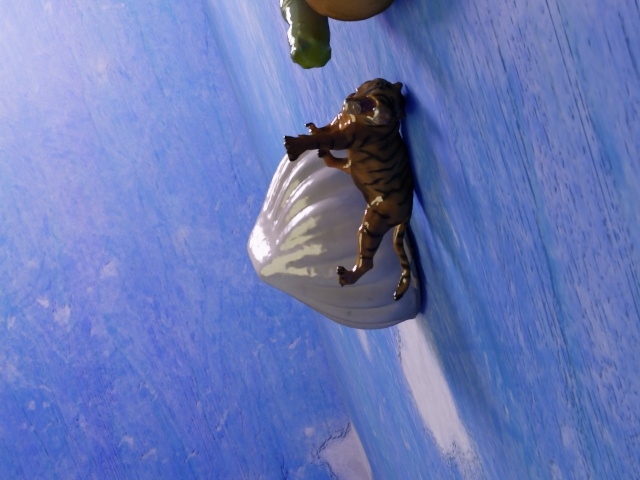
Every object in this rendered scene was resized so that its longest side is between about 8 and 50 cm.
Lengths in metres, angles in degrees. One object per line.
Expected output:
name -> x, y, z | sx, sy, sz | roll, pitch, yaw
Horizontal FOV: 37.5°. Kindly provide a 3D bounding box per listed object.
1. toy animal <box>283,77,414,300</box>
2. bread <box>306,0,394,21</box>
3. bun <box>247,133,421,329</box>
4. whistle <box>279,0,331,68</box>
toy animal -> 0.056, -0.050, 0.933 | 0.114, 0.116, 0.255 | -81, -25, -49
bread -> 0.014, -0.226, 0.738 | 0.114, 0.077, 0.189 | 67, 172, -11
bun -> 0.000, 0.000, 1.141 | 0.263, 0.175, 0.263 | 161, 90, -86
whistle -> -0.012, -0.235, 0.857 | 0.104, 0.057, 0.198 | 47, -154, -46
